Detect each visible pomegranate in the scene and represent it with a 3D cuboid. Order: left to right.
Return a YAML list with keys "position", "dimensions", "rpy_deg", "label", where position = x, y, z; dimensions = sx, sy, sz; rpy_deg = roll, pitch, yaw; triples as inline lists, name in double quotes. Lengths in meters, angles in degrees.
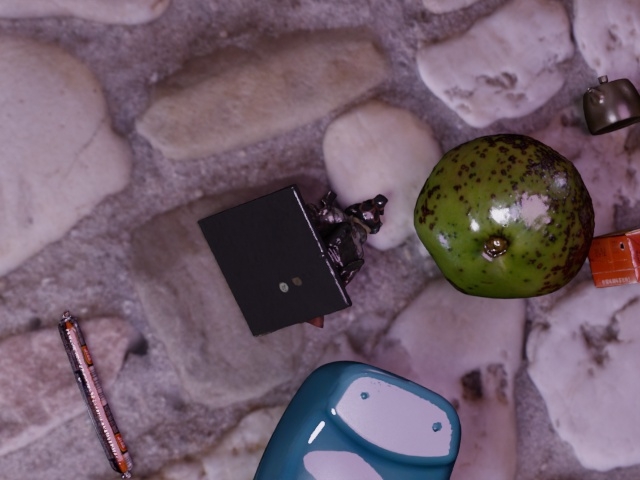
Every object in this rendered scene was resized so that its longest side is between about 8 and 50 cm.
- position: [0.231, -0.040, 2.078]
  dimensions: [0.214, 0.214, 0.248]
  rpy_deg: [55, 32, -11]
  label: "pomegranate"

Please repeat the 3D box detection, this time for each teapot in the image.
- position: [0.376, -0.179, 2.218]
  dimensions: [0.121, 0.076, 0.068]
  rpy_deg: [-7, 78, -53]
  label: "teapot"

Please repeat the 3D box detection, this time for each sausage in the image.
- position: [-0.248, 0.171, 1.902]
  dimensions: [0.028, 0.025, 0.198]
  rpy_deg: [-28, 99, -58]
  label: "sausage"

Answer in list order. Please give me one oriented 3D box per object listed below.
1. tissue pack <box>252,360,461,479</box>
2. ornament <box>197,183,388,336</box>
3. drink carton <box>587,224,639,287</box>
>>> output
- position: [0.024, 0.287, 1.932]
  dimensions: [0.198, 0.206, 0.287]
  rpy_deg: [24, 73, -13]
  label: "tissue pack"
- position: [0.000, 0.000, 2.017]
  dimensions: [0.196, 0.153, 0.166]
  rpy_deg: [-32, 101, -49]
  label: "ornament"
- position: [0.460, 0.004, 2.224]
  dimensions: [0.223, 0.096, 0.071]
  rpy_deg: [-14, 91, -27]
  label: "drink carton"
